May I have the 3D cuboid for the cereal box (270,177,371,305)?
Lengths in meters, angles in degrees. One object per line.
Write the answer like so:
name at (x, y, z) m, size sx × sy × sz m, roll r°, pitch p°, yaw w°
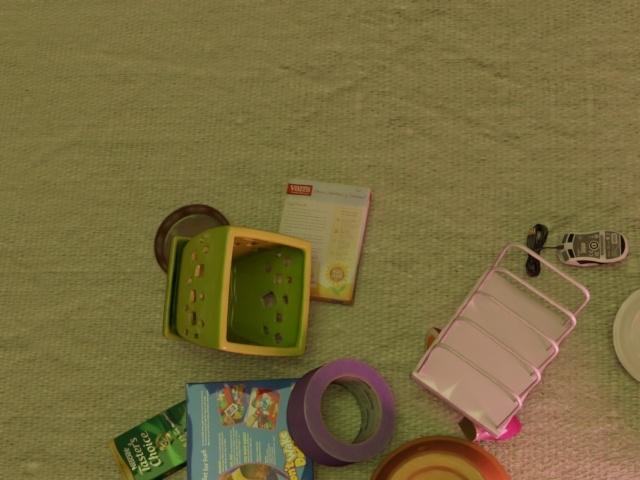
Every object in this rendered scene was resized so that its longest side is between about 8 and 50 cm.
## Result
cereal box at (0.000, 0.000, 2.040) m, size 0.172 × 0.047 × 0.240 m, roll 8°, pitch 74°, yaw 11°

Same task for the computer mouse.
computer mouse at (0.496, 0.020, 1.968) m, size 0.192 × 0.042 × 0.106 m, roll 0°, pitch 68°, yaw 14°

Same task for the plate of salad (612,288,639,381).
plate of salad at (0.641, 0.179, 1.892) m, size 0.199 × 0.048 × 0.200 m, roll 0°, pitch 81°, yaw 2°

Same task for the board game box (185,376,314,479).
board game box at (-0.130, 0.435, 1.883) m, size 0.233 × 0.078 × 0.347 m, roll -1°, pitch 72°, yaw -5°

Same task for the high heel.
high heel at (0.286, 0.266, 1.918) m, size 0.117 × 0.082 × 0.244 m, roll -1°, pitch 47°, yaw -32°

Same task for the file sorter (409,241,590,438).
file sorter at (0.330, 0.169, 1.826) m, size 0.192 × 0.173 × 0.278 m, roll 35°, pitch 62°, yaw 10°

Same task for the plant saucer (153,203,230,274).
plant saucer at (-0.257, 0.008, 2.086) m, size 0.168 × 0.029 × 0.169 m, roll -3°, pitch 73°, yaw 8°

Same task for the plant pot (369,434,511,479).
plant pot at (0.207, 0.478, 1.779) m, size 0.290 × 0.203 × 0.291 m, roll -3°, pitch 73°, yaw 8°

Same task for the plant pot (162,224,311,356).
plant pot at (-0.168, 0.098, 1.916) m, size 0.207 × 0.227 × 0.228 m, roll -1°, pitch 81°, yaw 43°

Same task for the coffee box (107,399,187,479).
coffee box at (-0.307, 0.397, 1.963) m, size 0.184 × 0.040 × 0.113 m, roll -27°, pitch 71°, yaw -1°

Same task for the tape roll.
tape roll at (0.039, 0.317, 1.872) m, size 0.188 × 0.080 × 0.189 m, roll 9°, pitch 69°, yaw -24°
